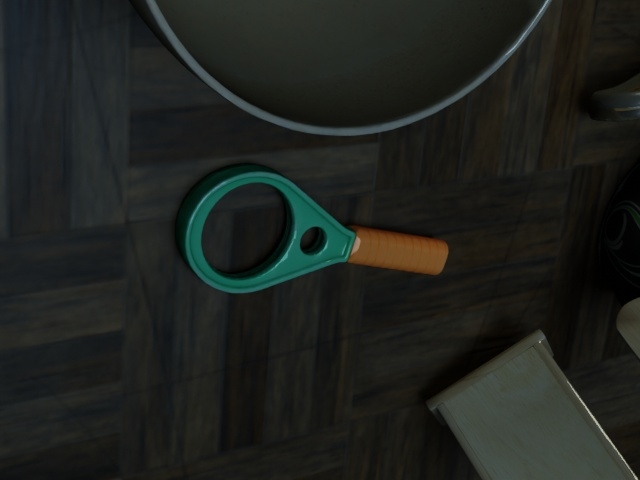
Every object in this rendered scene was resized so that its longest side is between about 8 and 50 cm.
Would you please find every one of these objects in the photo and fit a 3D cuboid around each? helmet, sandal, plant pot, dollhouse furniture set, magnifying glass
[{"bbox_3d":[0.337,0.011,1.009,0.169,0.161,0.169,-14,118,-28],"label":"helmet"},{"bbox_3d":[0.310,-0.158,0.979,0.219,0.090,0.060,-24,101,-15],"label":"sandal"},{"bbox_3d":[-0.017,-0.219,0.651,0.284,0.191,0.284,-14,118,-29],"label":"plant pot"},{"bbox_3d":[0.241,0.231,1.084,0.303,0.173,0.355,-33,147,3],"label":"dollhouse furniture set"},{"bbox_3d":[0.000,0.000,0.870,0.231,0.026,0.092,8,106,-36],"label":"magnifying glass"}]
